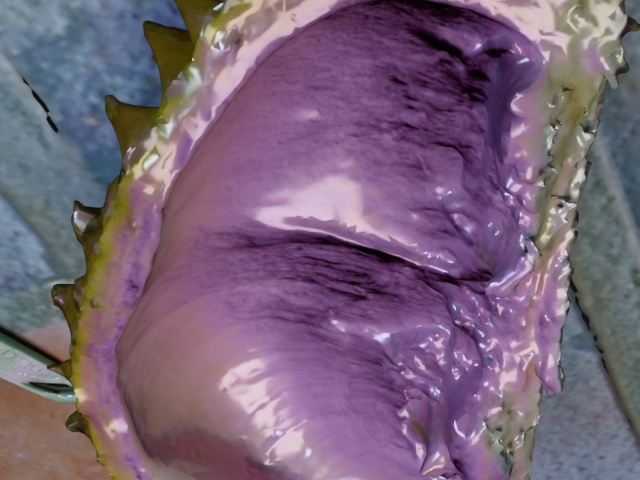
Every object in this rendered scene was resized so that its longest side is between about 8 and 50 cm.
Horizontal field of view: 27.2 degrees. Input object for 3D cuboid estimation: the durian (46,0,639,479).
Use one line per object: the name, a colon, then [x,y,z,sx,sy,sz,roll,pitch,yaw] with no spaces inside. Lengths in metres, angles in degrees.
durian: [0.000,0.000,0.492,0.191,0.112,0.341,5,130,4]

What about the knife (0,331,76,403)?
knife: [-0.181,0.029,0.574,0.030,0.014,0.207,-32,133,29]
